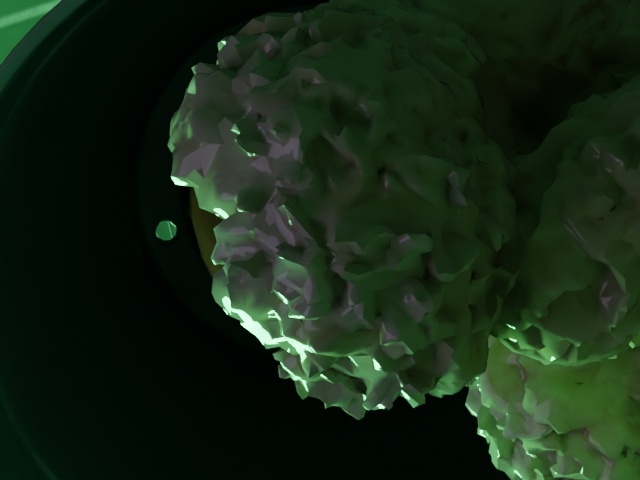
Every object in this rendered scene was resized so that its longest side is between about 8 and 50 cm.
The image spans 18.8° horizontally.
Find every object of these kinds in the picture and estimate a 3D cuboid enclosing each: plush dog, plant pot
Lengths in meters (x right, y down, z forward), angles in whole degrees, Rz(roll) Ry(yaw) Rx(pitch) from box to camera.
[{"bbox_3d":[0.130,0.011,0.443,0.225,0.210,0.262,46,-174,32],"label":"plush dog"},{"bbox_3d":[0.000,0.000,0.787,0.255,0.271,0.272,-89,-19,-80],"label":"plant pot"}]
